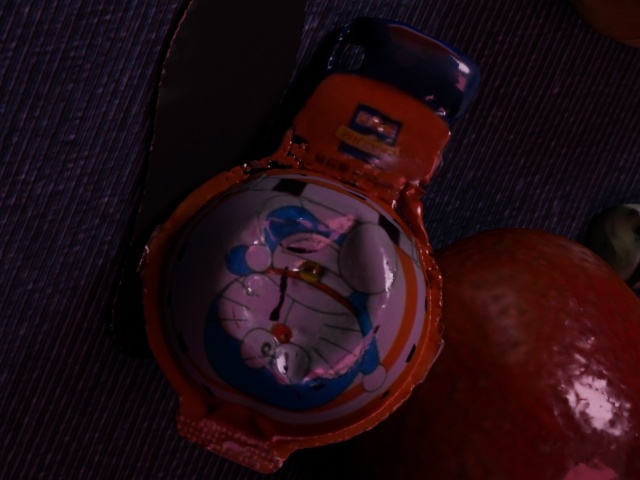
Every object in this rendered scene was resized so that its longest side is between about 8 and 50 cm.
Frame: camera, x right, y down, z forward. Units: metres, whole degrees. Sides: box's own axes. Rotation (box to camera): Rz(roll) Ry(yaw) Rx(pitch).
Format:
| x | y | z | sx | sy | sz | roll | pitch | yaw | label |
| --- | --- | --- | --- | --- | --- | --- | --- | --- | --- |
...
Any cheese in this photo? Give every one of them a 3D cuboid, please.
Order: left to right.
| x | y | z | sx | sy | sz | roll | pitch | yaw | label |
| --- | --- | --- | --- | --- | --- | --- | --- | --- | --- |
| 0.000 | 0.000 | 1.283 | 0.329 | 0.217 | 0.129 | -63 | 175 | -11 | cheese |

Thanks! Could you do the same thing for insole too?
| x | y | z | sx | sy | sz | roll | pitch | yaw | label |
| --- | --- | --- | --- | --- | --- | --- | --- | --- | --- |
| -0.080 | -0.064 | 1.296 | 0.109 | 0.007 | 0.322 | 5 | 109 | -39 | insole |

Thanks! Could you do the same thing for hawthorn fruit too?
| x | y | z | sx | sy | sz | roll | pitch | yaw | label |
| --- | --- | --- | --- | --- | --- | --- | --- | --- | --- |
| 0.152 | 0.167 | 1.362 | 0.285 | 0.369 | 0.284 | -10 | 128 | -13 | hawthorn fruit |

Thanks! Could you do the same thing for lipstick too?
| x | y | z | sx | sy | sz | roll | pitch | yaw | label |
| --- | --- | --- | --- | --- | --- | --- | --- | --- | --- |
| 0.363 | 0.003 | 1.618 | 0.304 | 0.076 | 0.076 | -1 | 113 | -36 | lipstick |

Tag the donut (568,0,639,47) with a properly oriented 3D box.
| x | y | z | sx | sy | sz | roll | pitch | yaw | label |
| --- | --- | --- | --- | --- | --- | --- | --- | --- | --- |
| 0.337 | -0.282 | 1.395 | 0.360 | 0.170 | 0.360 | -14 | 115 | -33 | donut |
